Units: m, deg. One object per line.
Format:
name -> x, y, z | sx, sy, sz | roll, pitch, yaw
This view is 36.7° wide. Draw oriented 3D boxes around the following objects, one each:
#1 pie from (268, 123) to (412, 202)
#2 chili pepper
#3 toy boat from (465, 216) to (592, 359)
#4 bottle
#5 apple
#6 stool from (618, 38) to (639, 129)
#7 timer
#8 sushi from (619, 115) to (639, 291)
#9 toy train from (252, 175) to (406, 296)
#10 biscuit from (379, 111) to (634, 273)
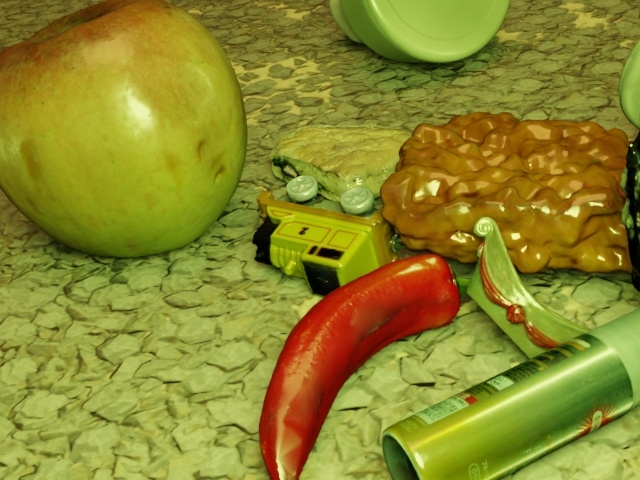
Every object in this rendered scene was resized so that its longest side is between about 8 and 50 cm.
pie -> 0.045, -0.121, 1.351 | 0.185, 0.052, 0.218 | -32, 36, -29
chili pepper -> 0.047, 0.108, 0.969 | 0.137, 0.092, 0.368 | 42, 57, 18
toy boat -> 0.204, 0.063, 0.963 | 0.071, 0.185, 0.089 | -44, -10, 4
bottle -> 0.195, 0.145, 0.852 | 0.286, 0.082, 0.082 | -22, 34, -18
apple -> -0.252, -0.143, 1.247 | 0.338, 0.305, 0.338 | -19, 25, 9
stool -> 0.472, -0.154, 1.104 | 0.195, 0.195, 0.199 | -23, 44, 3
timer -> 0.128, -0.435, 1.684 | 0.290, 0.291, 0.315 | -25, 11, -23
sushi -> 0.465, -0.027, 0.830 | 0.328, 0.329, 0.285 | -8, 28, -19
toy train -> 0.000, 0.000, 1.139 | 0.219, 0.089, 0.127 | 13, 48, 31
biscuit -> 0.243, -0.066, 1.125 | 0.318, 0.110, 0.312 | 1, 24, 12
